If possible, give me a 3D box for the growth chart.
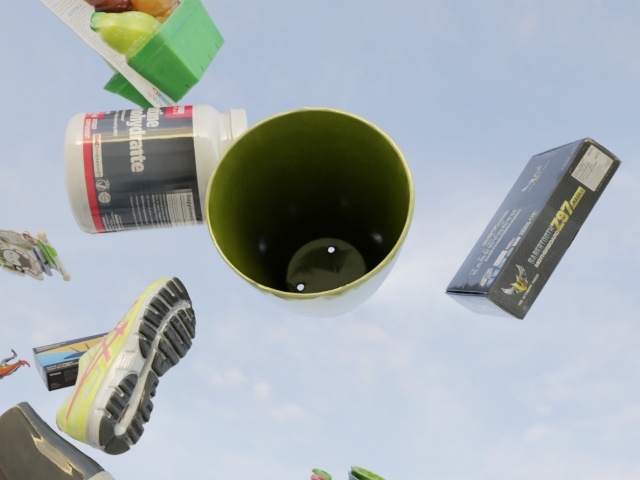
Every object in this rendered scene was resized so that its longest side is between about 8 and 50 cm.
[{"bbox_3d":[-0.540,0.021,1.517,0.237,0.021,0.172,6,-32,15],"label":"growth chart"}]

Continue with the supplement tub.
[{"bbox_3d":[-0.244,-0.111,1.374,0.272,0.191,0.191,-5,-46,-5],"label":"supplement tub"}]

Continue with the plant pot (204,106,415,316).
[{"bbox_3d":[0.000,0.000,1.286,0.275,0.274,0.293,-2,-23,6],"label":"plant pot"}]

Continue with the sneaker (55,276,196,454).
[{"bbox_3d":[-0.203,0.117,0.910,0.094,0.208,0.081,-2,-47,31],"label":"sneaker"}]

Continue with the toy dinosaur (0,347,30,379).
[{"bbox_3d":[-0.558,0.223,1.534,0.090,0.082,0.047,-8,-64,56],"label":"toy dinosaur"}]

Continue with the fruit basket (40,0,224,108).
[{"bbox_3d":[-0.345,-0.385,1.505,0.353,0.327,0.165,37,-58,-15],"label":"fruit basket"}]

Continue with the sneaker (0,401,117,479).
[{"bbox_3d":[-0.273,0.249,0.805,0.118,0.083,0.222,43,-67,16],"label":"sneaker"}]

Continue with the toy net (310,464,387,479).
[{"bbox_3d":[0.051,0.365,1.284,0.122,0.232,0.045,27,-93,-3],"label":"toy net"}]

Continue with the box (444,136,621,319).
[{"bbox_3d":[0.263,-0.012,1.129,0.059,0.183,0.232,35,-96,-5],"label":"box"}]

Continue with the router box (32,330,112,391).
[{"bbox_3d":[-0.469,0.237,1.768,0.179,0.133,0.046,-10,-70,-27],"label":"router box"}]
